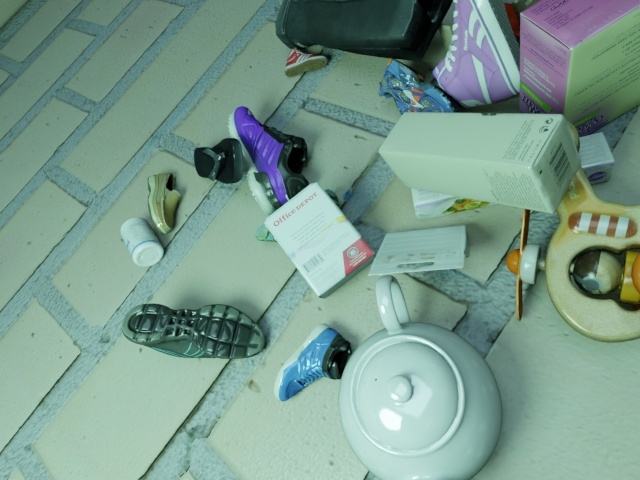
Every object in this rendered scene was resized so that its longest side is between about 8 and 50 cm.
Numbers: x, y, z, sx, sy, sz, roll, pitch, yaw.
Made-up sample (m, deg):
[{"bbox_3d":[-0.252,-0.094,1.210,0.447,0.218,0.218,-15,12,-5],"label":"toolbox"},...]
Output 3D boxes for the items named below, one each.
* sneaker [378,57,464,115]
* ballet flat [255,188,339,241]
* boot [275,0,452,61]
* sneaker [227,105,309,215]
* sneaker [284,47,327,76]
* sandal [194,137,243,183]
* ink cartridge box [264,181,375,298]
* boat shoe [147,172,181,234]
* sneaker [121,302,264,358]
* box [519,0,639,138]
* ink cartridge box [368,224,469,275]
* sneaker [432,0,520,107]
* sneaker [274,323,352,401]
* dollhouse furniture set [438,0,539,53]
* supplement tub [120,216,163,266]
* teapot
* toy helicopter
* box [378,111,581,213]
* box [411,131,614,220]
[{"bbox_3d":[0.210,-0.290,0.948,0.221,0.083,0.087,48,121,27],"label":"sneaker"},{"bbox_3d":[-0.044,-0.036,0.922,0.188,0.070,0.070,-32,56,7],"label":"ballet flat"},{"bbox_3d":[0.103,-0.607,1.021,0.445,0.146,0.366,28,108,47],"label":"boot"},{"bbox_3d":[-0.103,-0.202,1.019,0.146,0.102,0.293,-27,64,8],"label":"sneaker"},{"bbox_3d":[-0.037,-0.467,1.164,0.119,0.042,0.067,-7,64,22],"label":"sneaker"},{"bbox_3d":[-0.242,-0.173,1.025,0.255,0.055,0.097,5,105,55],"label":"sandal"},{"bbox_3d":[0.000,0.000,0.844,0.127,0.072,0.175,-37,76,1],"label":"ink cartridge box"},{"bbox_3d":[-0.374,-0.100,1.102,0.072,0.068,0.190,-20,56,-1],"label":"boat shoe"},{"bbox_3d":[-0.236,0.178,0.875,0.268,0.106,0.101,9,61,5],"label":"sneaker"},{"bbox_3d":[0.454,-0.306,0.741,0.214,0.243,0.117,-32,55,6],"label":"box"},{"bbox_3d":[0.168,0.029,0.745,0.146,0.045,0.179,-6,21,20],"label":"ink cartridge box"},{"bbox_3d":[0.262,-0.376,0.840,0.161,0.282,0.102,-10,29,41],"label":"sneaker"},{"bbox_3d":[-0.008,0.221,0.769,0.085,0.058,0.152,26,69,41],"label":"sneaker"},{"bbox_3d":[0.422,-0.445,0.926,0.262,0.135,0.259,-40,44,-1],"label":"dollhouse furniture set"},{"bbox_3d":[-0.416,0.004,1.057,0.071,0.071,0.107,-41,55,-2],"label":"supplement tub"},{"bbox_3d":[0.127,0.215,0.637,0.256,0.187,0.252,32,79,34],"label":"teapot"},{"bbox_3d":[0.375,-0.024,0.678,0.235,0.140,0.354,-22,63,25],"label":"toy helicopter"},{"bbox_3d":[0.232,-0.128,0.699,0.275,0.113,0.094,22,75,49],"label":"box"},{"bbox_3d":[0.324,-0.107,0.799,0.324,0.063,0.067,-13,61,17],"label":"box"}]
